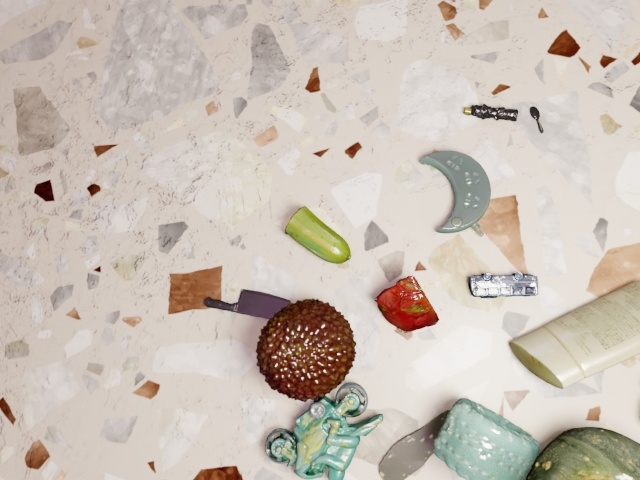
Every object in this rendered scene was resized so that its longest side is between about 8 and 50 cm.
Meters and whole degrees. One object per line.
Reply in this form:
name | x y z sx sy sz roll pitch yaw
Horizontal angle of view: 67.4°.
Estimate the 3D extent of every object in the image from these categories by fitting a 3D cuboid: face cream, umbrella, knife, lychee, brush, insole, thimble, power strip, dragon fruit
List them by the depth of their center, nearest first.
thimble | 0.365 0.460 1.084 0.235 0.198 0.143 30 86 -20
face cream | 0.641 0.223 1.120 0.349 0.173 0.081 -28 119 4
lychee | -0.048 0.264 1.163 0.271 0.271 0.271 -2 79 9
insole | 0.248 0.512 1.195 0.248 0.011 0.081 -37 78 0
dragon fruit | 0.216 0.167 1.198 0.121 0.161 0.127 -33 65 0
power strip | 0.369 -0.124 1.277 0.168 0.054 0.253 -14 76 7
brush | 0.590 -0.328 1.303 0.024 0.008 0.083 -14 77 3
umbrella | 0.467 -0.351 1.313 0.144 0.037 0.040 8 79 9
knife | -0.202 0.173 1.334 0.245 0.019 0.072 9 77 8

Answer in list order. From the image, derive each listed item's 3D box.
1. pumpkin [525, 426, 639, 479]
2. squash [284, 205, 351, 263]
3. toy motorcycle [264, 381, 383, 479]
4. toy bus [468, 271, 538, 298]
pumpkin | 0.573 0.567 0.996 0.328 0.257 0.291 -41 99 -17
squash | 0.000 0.000 1.295 0.188 0.095 0.095 39 87 14
toy motorcycle | 0.017 0.492 1.189 0.296 0.109 0.198 -40 78 1
toy bus | 0.463 0.114 1.219 0.166 0.047 0.065 -2 83 8
